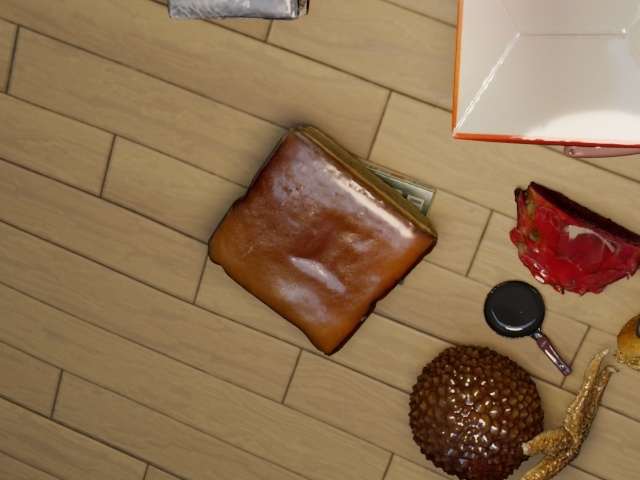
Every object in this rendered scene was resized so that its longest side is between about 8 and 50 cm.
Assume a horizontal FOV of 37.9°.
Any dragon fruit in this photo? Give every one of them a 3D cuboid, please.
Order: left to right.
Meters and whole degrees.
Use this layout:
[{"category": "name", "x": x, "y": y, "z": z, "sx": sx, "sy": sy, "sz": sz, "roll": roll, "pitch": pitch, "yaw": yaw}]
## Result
[{"category": "dragon fruit", "x": 0.438, "y": 0.005, "z": 1.632, "sx": 0.261, "sy": 0.189, "sz": 0.163, "roll": 30, "pitch": 84, "yaw": 9}]

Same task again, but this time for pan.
[{"category": "pan", "x": 0.397, "y": 0.165, "z": 1.743, "sx": 0.212, "sy": 0.040, "sz": 0.115, "roll": 48, "pitch": 114, "yaw": 4}]

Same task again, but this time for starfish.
[{"category": "starfish", "x": 0.442, "y": 0.354, "z": 1.685, "sx": 0.060, "sy": 0.302, "sz": 0.299, "roll": 33, "pitch": 135, "yaw": 30}]

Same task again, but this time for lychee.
[{"category": "lychee", "x": 0.283, "y": 0.328, "z": 1.721, "sx": 0.267, "sy": 0.267, "sz": 0.268, "roll": 5, "pitch": 110, "yaw": 15}]

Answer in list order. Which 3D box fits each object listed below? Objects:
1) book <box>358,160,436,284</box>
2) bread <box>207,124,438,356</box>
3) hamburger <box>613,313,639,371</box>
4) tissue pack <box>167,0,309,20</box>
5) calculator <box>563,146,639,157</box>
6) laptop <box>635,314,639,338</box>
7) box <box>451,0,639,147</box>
[{"category": "book", "x": 0.065, "y": -0.049, "z": 1.776, "sx": 0.264, "sy": 0.027, "sz": 0.202, "roll": 20, "pitch": 114, "yaw": 8}, {"category": "bread", "x": 0.000, "y": 0.000, "z": 1.719, "sx": 0.333, "sy": 0.143, "sz": 0.324, "roll": 38, "pitch": 114, "yaw": 1}, {"category": "hamburger", "x": 0.592, "y": 0.172, "z": 1.635, "sx": 0.147, "sy": 0.138, "sz": 0.083, "roll": -32, "pitch": 95, "yaw": -14}, {"category": "tissue pack", "x": -0.152, "y": -0.565, "z": 1.616, "sx": 0.259, "sy": 0.122, "sz": 0.361, "roll": 4, "pitch": 111, "yaw": 17}, {"category": "calculator", "x": 0.549, "y": -0.255, "z": 1.552, "sx": 0.329, "sy": 0.048, "sz": 0.220, "roll": -14, "pitch": 102, "yaw": 20}, {"category": "laptop", "x": 0.630, "y": 0.100, "z": 1.582, "sx": 0.153, "sy": 0.207, "sz": 0.026, "roll": 21, "pitch": 152, "yaw": 9}, {"category": "box", "x": 0.404, "y": -0.302, "z": 1.422, "sx": 0.348, "sy": 0.257, "sz": 0.319, "roll": 4, "pitch": 97, "yaw": 24}]
